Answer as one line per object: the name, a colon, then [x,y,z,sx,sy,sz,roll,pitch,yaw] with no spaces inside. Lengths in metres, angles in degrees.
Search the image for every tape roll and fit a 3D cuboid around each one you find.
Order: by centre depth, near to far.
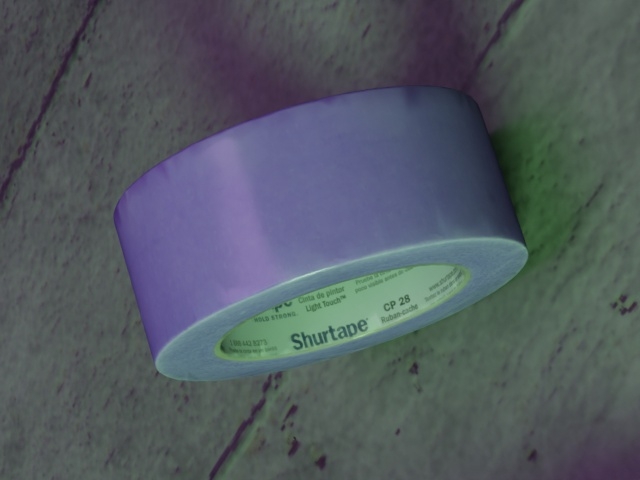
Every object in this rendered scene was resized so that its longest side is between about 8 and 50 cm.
tape roll: [0.000,0.000,0.951,0.189,0.189,0.080,-33,69,43]
